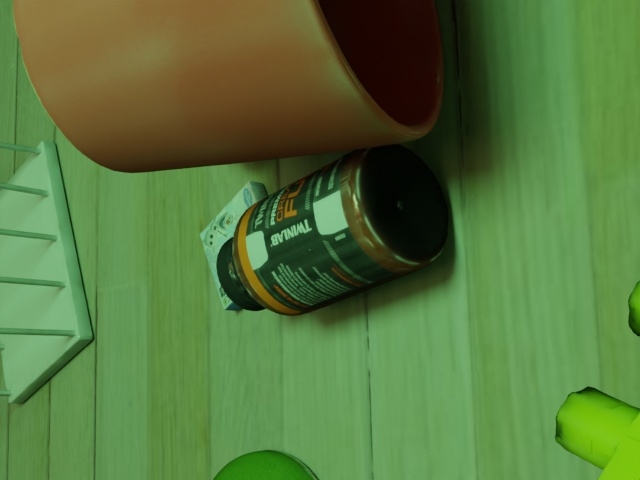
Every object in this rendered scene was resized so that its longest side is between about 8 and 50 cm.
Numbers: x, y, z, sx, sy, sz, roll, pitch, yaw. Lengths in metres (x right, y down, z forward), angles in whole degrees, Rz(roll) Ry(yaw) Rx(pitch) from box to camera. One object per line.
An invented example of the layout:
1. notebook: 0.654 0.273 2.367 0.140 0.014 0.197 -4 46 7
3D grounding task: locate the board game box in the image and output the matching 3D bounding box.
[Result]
1. board game box: -0.073 0.006 0.967 0.090 0.020 0.090 -44 54 36

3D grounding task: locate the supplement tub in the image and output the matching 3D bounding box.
1. supplement tub: 0.000 0.000 0.823 0.198 0.106 0.106 -25 67 43

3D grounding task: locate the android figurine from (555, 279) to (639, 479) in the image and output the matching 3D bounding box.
1. android figurine: 0.247 0.102 0.502 0.248 0.056 0.273 -57 34 -9

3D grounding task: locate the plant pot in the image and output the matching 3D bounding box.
1. plant pot: -0.069 -0.171 0.751 0.243 0.275 0.274 -15 73 25

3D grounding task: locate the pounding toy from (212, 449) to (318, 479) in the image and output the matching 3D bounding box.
1. pounding toy: -0.064 0.279 0.851 0.237 0.110 0.182 14 95 48

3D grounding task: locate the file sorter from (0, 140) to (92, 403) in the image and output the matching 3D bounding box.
1. file sorter: -0.419 0.032 1.234 0.193 0.173 0.277 -38 57 37
